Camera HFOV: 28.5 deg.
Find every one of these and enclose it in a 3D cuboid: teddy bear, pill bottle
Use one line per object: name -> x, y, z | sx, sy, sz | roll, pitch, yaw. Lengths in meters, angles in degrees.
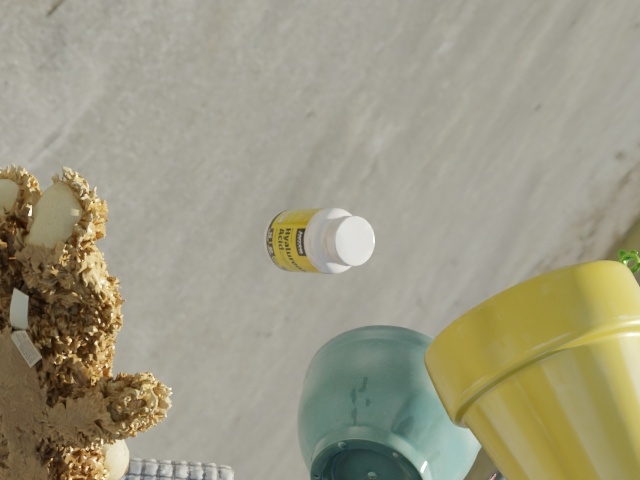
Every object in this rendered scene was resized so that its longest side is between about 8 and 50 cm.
teddy bear -> -0.225, 0.097, 1.084 | 0.245, 0.338, 0.113 | -15, -179, 38
pill bottle -> 0.000, 0.000, 1.227 | 0.065, 0.065, 0.116 | -40, -159, -28

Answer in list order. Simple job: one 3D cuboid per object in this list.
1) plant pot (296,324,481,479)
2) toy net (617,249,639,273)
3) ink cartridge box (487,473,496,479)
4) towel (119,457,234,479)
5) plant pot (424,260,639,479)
plant pot -> 0.090, 0.299, 1.856 | 0.293, 0.293, 0.196 | -52, -174, 34
toy net -> 0.503, 0.116, 1.841 | 0.122, 0.232, 0.045 | -52, 144, 4
ink cartridge box -> 0.170, 0.491, 1.578 | 0.309, 0.130, 0.272 | -47, 160, -40
towel -> -0.227, 0.373, 1.412 | 0.235, 0.121, 0.283 | 4, 125, -18
plant pot -> 0.274, 0.185, 1.378 | 0.254, 0.239, 0.254 | -20, 157, -9
